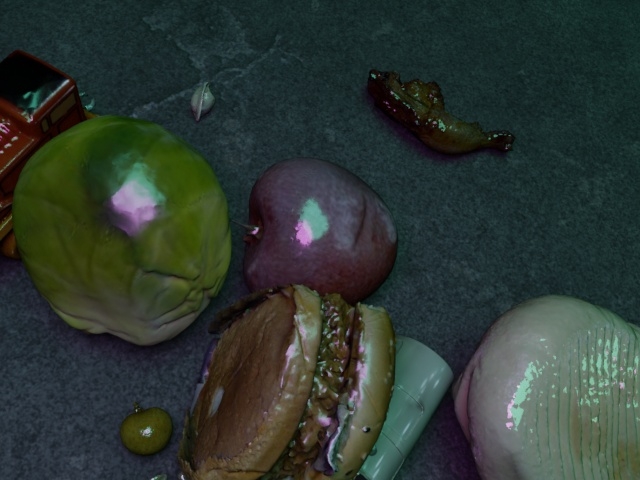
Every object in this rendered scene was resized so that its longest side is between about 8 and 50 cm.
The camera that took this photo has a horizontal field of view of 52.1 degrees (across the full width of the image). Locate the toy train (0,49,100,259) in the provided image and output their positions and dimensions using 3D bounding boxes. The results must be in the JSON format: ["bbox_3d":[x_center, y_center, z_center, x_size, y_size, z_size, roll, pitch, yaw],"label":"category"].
[{"bbox_3d":[-0.484,-0.136,1.031,0.163,0.231,0.369,28,60,7],"label":"toy train"}]

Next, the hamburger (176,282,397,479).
[{"bbox_3d":[-0.056,0.211,0.882,0.195,0.318,0.276,23,63,-28],"label":"hamburger"}]

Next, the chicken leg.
[{"bbox_3d":[0.235,-0.253,1.324,0.323,0.083,0.177,39,48,13],"label":"chicken leg"}]

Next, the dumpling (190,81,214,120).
[{"bbox_3d":[-0.225,-0.271,1.249,0.043,0.059,0.077,38,65,-2],"label":"dumpling"}]

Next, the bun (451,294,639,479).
[{"bbox_3d":[0.348,0.259,0.992,0.366,0.219,0.364,4,81,-26],"label":"bun"}]

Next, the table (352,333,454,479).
[{"bbox_3d":[0.096,0.266,0.997,0.126,0.126,0.220,36,61,8],"label":"table"}]

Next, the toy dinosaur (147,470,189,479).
[{"bbox_3d":[-0.173,0.394,0.905,0.294,0.077,0.162,-30,65,-25],"label":"toy dinosaur"}]

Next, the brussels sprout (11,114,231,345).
[{"bbox_3d":[-0.283,-0.021,0.985,0.344,0.344,0.268,18,28,-1],"label":"brussels sprout"}]

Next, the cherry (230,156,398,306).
[{"bbox_3d":[0.000,0.000,1.066,0.308,0.221,0.261,9,81,-32],"label":"cherry"}]

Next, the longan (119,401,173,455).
[{"bbox_3d":[-0.255,0.272,0.956,0.075,0.075,0.083,-18,65,-19],"label":"longan"}]
